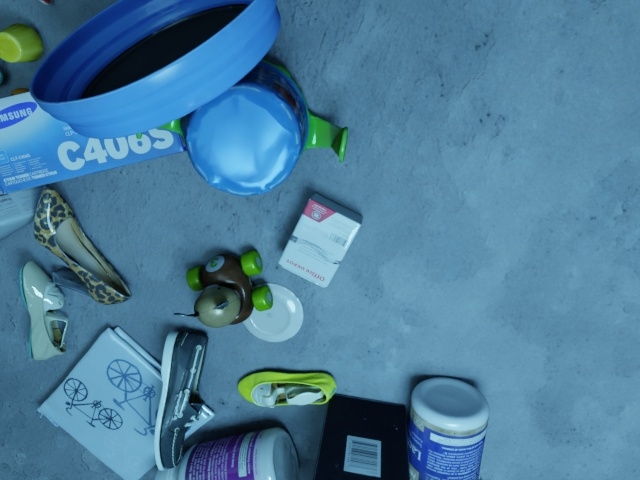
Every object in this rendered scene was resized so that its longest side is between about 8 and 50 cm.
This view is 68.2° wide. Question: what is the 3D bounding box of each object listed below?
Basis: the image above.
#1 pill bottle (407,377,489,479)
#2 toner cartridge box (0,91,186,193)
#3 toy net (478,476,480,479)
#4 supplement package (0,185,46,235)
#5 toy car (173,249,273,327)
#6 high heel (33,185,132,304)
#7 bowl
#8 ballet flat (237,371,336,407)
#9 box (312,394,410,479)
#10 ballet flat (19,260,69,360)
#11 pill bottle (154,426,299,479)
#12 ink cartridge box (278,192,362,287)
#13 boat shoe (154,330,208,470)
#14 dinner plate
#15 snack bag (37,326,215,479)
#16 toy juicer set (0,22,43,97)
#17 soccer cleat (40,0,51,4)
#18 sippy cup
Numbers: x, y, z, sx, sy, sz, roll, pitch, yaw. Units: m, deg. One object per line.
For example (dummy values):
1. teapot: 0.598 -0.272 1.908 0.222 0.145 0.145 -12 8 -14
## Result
1. pill bottle: 0.256 0.436 0.981 0.154 0.153 0.264 4 108 7
2. toner cartridge box: -0.439 -0.208 0.883 0.348 0.075 0.165 -14 104 0
3. toy net: 0.350 0.612 1.080 0.122 0.045 0.231 -4 107 10
4. supplement package: -0.719 -0.052 0.940 0.262 0.204 0.145 -25 101 15
5. toy car: -0.202 0.108 0.917 0.155 0.188 0.148 -16 93 13
6. high heel: -0.480 0.016 0.979 0.187 0.093 0.261 16 126 10
7. bowl: -0.241 -0.298 0.717 0.392 0.390 0.077 -15 136 13
8. ballet flat: -0.081 0.332 1.037 0.231 0.077 0.077 -6 107 10
9. box: 0.069 0.548 0.945 0.179 0.343 0.312 8 109 5
10. ballet flat: -0.613 0.160 1.065 0.086 0.086 0.248 10 113 5
11. pill bottle: -0.214 0.538 1.076 0.302 0.169 0.169 -16 105 13
12. ink cartridge box: 0.000 0.000 0.926 0.109 0.063 0.150 27 110 -1
13. boat shoe: -0.300 0.351 1.030 0.091 0.114 0.302 4 94 -4
14. dinner plate: -0.107 0.160 1.019 0.142 0.017 0.141 2 106 8
15. snack bag: -0.476 0.414 1.144 0.323 0.037 0.342 43 108 -6
16. toy juicer set: -0.697 -0.312 0.923 0.330 0.089 0.209 1 121 -1
17. soccer cleat: -0.536 -0.463 0.876 0.083 0.029 0.036 45 117 -4
18. sippy cup: -0.123 -0.179 0.775 0.306 0.224 0.239 -28 112 4
